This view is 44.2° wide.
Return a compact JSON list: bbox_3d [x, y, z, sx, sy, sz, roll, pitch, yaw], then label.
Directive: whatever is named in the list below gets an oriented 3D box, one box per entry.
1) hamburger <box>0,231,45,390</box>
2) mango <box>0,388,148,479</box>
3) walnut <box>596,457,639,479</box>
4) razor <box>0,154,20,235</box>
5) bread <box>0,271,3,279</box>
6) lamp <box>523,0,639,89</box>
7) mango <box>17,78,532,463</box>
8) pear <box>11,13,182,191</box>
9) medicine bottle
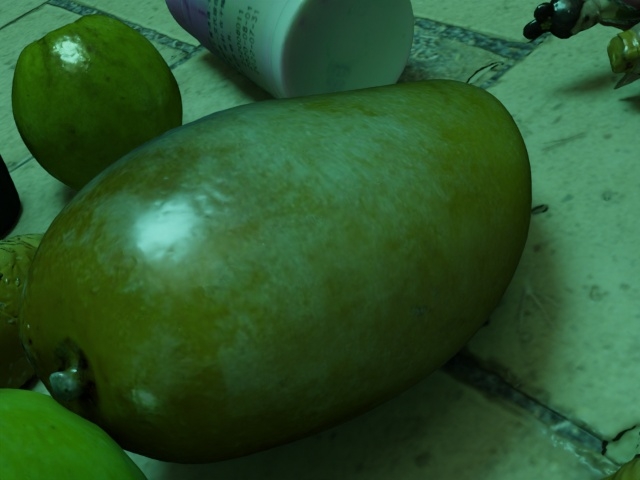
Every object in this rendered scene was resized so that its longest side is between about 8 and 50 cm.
[{"bbox_3d":[-0.246,0.053,0.590,0.087,0.102,0.176,17,51,16],"label":"hamburger"},{"bbox_3d":[-0.156,0.241,0.284,0.201,0.225,0.381,-5,62,18],"label":"mango"},{"bbox_3d":[0.151,0.179,0.299,0.159,0.159,0.206,-5,49,12],"label":"walnut"},{"bbox_3d":[-0.383,-0.104,0.632,0.189,0.326,0.107,-33,52,-18],"label":"razor"},{"bbox_3d":[-0.301,0.113,0.418,0.111,0.246,0.239,39,39,-4],"label":"bread"},{"bbox_3d":[0.309,-0.194,0.669,0.253,0.118,0.118,-19,42,-12],"label":"lamp"},{"bbox_3d":[0.000,0.000,0.495,0.222,0.198,0.384,-3,24,46],"label":"mango"},{"bbox_3d":[-0.204,-0.123,0.724,0.149,0.162,0.148,-15,32,10],"label":"pear"},{"bbox_3d":[-0.042,-0.233,0.791,0.152,0.152,0.254,-32,45,-16],"label":"medicine bottle"}]
